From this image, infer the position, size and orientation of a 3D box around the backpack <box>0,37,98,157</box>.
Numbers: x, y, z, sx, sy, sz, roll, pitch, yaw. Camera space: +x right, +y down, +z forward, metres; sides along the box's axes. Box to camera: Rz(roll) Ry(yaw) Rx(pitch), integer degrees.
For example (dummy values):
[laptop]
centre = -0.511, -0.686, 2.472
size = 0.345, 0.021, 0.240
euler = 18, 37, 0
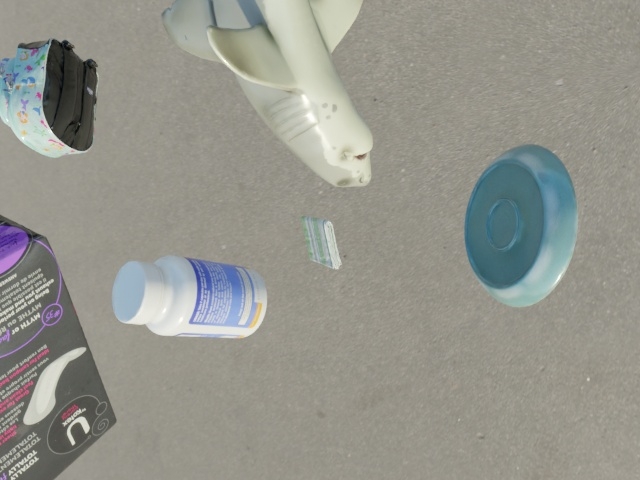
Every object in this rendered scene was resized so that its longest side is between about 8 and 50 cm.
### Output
[backpack]
centre = -0.660, -0.334, 1.382
size = 0.191, 0.225, 0.253
euler = -10, 77, 10

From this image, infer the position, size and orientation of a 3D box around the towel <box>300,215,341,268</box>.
[towel]
centre = 0.000, 0.000, 1.286
size = 0.152, 0.023, 0.113
euler = -162, 59, -66

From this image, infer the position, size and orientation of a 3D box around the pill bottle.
[pill bottle]
centre = -0.249, 0.109, 1.089
size = 0.152, 0.272, 0.152
euler = -11, 73, 40

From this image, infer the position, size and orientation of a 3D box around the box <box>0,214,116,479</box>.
[box]
centre = -0.336, 0.120, 0.548
size = 0.143, 0.165, 0.270
euler = 20, 130, 28

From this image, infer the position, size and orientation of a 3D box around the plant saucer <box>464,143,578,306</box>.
[plant saucer]
centre = 0.367, -0.030, 1.098
size = 0.318, 0.044, 0.317
euler = -177, 90, -72

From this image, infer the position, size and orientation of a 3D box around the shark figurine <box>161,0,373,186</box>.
[shark figurine]
centre = -0.047, -0.167, 0.333
size = 0.116, 0.166, 0.278
euler = -3, 94, 35
